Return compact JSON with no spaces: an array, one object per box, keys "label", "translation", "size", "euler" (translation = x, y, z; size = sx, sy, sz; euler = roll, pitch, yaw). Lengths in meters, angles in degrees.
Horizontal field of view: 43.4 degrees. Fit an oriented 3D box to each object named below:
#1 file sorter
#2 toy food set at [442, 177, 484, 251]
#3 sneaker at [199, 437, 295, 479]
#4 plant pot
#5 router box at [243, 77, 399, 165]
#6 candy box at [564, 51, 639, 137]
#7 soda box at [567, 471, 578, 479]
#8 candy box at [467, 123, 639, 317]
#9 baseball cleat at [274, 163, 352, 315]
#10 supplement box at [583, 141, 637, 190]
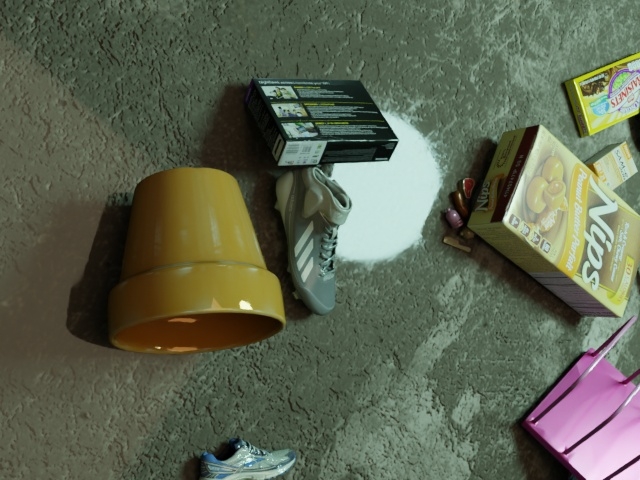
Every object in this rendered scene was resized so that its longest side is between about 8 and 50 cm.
[{"label":"file sorter","translation":[0.509,0.293,1.234],"size":[0.202,0.182,0.290],"euler":[-37,71,-30]},{"label":"toy food set","translation":[0.232,-0.048,1.276],"size":[0.077,0.019,0.122],"euler":[20,76,-27]},{"label":"sneaker","translation":[-0.094,0.284,1.045],"size":[0.135,0.052,0.058],"euler":[-7,85,-30]},{"label":"plant pot","translation":[-0.152,0.022,0.964],"size":[0.205,0.205,0.188],"euler":[4,69,-29]},{"label":"router box","translation":[0.002,-0.164,1.103],"size":[0.178,0.046,0.133],"euler":[-5,50,-30]},{"label":"candy box","translation":[0.532,-0.267,1.461],"size":[0.205,0.027,0.105],"euler":[-25,101,-29]},{"label":"soda box","translation":[0.519,0.420,1.317],"size":[0.216,0.074,0.069],"euler":[15,71,-2]},{"label":"candy box","translation":[0.398,-0.024,1.319],"size":[0.316,0.087,0.183],"euler":[34,71,-27]},{"label":"baseball cleat","translation":[0.000,0.000,1.088],"size":[0.072,0.109,0.206],"euler":[-26,101,-54]},{"label":"supplement box","translation":[0.513,-0.127,1.432],"size":[0.098,0.036,0.062],"euler":[-32,102,-28]}]
